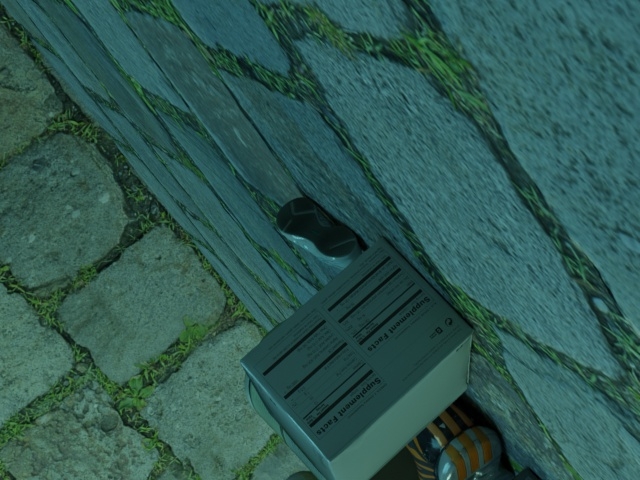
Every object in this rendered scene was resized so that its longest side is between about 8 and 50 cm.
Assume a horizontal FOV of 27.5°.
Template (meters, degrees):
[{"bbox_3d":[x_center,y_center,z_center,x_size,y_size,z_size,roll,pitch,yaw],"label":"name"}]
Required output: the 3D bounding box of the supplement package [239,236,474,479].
[{"bbox_3d":[0.047,0.151,1.447,0.145,0.204,0.262,46,170,18],"label":"supplement package"}]

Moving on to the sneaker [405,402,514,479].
[{"bbox_3d":[0.162,0.276,1.769,0.180,0.125,0.321,49,161,31],"label":"sneaker"}]

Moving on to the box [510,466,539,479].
[{"bbox_3d":[0.327,0.409,1.658,0.231,0.056,0.183,44,171,26],"label":"box"}]

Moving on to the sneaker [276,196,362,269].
[{"bbox_3d":[0.000,0.000,1.534,0.152,0.054,0.061,39,169,47],"label":"sneaker"}]

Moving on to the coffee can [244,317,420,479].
[{"bbox_3d":[0.036,0.254,1.945,0.275,0.201,0.201,38,166,51],"label":"coffee can"}]

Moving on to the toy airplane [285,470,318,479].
[{"bbox_3d":[0.066,0.400,2.181,0.386,0.272,0.384,-120,15,-58],"label":"toy airplane"}]
